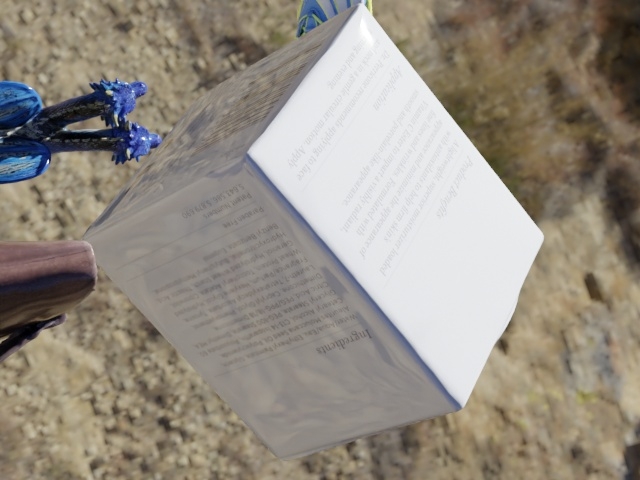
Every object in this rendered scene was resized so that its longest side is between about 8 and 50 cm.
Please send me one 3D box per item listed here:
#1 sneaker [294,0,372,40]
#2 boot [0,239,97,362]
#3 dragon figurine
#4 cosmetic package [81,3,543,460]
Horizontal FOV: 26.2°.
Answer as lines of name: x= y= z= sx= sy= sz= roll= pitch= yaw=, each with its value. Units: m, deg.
sneaker: x=0.001 y=-0.207 z=1.619 sx=0.126 sy=0.091 sz=0.240 roll=-66 pitch=168 yaw=-60
boot: x=-0.188 y=0.015 z=0.533 sx=0.206 sy=0.248 sz=0.090 roll=-10 pitch=85 yaw=-23
dragon figurine: x=-0.281 y=-0.089 z=1.172 sx=0.289 sy=0.144 sz=0.085 roll=-11 pitch=95 yaw=-35
cosmetic package: x=0.000 y=0.000 z=0.781 sx=0.184 sy=0.151 sz=0.151 roll=50 pitch=45 yaw=-17
